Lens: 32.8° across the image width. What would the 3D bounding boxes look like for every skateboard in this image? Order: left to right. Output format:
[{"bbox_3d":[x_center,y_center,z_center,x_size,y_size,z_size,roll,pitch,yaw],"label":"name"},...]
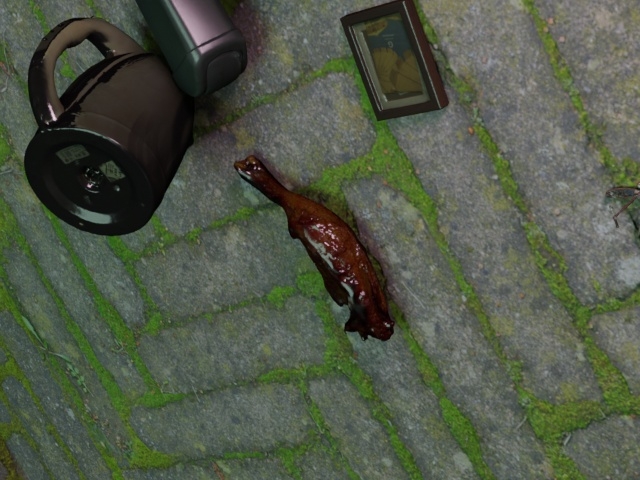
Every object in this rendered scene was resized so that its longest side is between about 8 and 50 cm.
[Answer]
[{"bbox_3d":[0.397,-0.049,1.459,0.064,0.083,0.032,-1,117,43],"label":"skateboard"}]

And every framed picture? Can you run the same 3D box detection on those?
[{"bbox_3d":[0.109,-0.266,1.614,0.128,0.023,0.168,-5,113,44],"label":"framed picture"}]

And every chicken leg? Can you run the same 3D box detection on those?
[{"bbox_3d":[0.000,0.000,1.849,0.407,0.096,0.158,51,158,5],"label":"chicken leg"}]

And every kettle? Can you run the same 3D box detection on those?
[{"bbox_3d":[-0.352,-0.222,1.827,0.228,0.324,0.321,-24,119,35],"label":"kettle"}]

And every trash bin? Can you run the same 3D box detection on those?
[{"bbox_3d":[-0.215,-0.352,1.757,0.236,0.101,0.177,60,165,-4],"label":"trash bin"}]
